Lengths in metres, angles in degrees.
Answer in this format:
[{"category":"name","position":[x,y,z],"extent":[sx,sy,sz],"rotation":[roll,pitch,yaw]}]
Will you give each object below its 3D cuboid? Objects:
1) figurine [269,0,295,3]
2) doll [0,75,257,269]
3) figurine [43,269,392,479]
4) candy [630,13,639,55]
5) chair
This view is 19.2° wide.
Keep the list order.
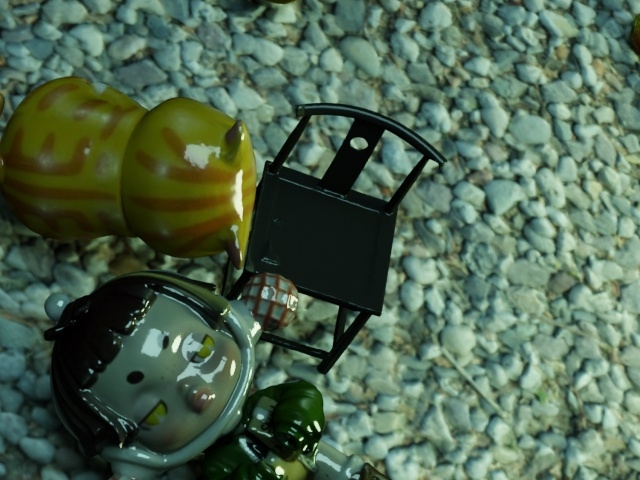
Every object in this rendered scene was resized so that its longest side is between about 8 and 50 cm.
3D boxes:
[{"category":"figurine","position":[-0.012,-0.369,2.136],"extent":[0.167,0.192,0.257],"rotation":[21,23,22]},{"category":"doll","position":[-0.183,-0.068,1.814],"extent":[0.270,0.166,0.162],"rotation":[5,25,16]},{"category":"figurine","position":[-0.100,0.161,1.760],"extent":[0.370,0.167,0.281],"rotation":[37,78,-8]},{"category":"candy","position":[0.402,-0.190,2.272],"extent":[0.060,0.060,0.201],"rotation":[12,62,-16]},{"category":"chair","position":[0.000,0.000,1.837],"extent":[0.155,0.260,0.141],"rotation":[18,54,-12]}]
